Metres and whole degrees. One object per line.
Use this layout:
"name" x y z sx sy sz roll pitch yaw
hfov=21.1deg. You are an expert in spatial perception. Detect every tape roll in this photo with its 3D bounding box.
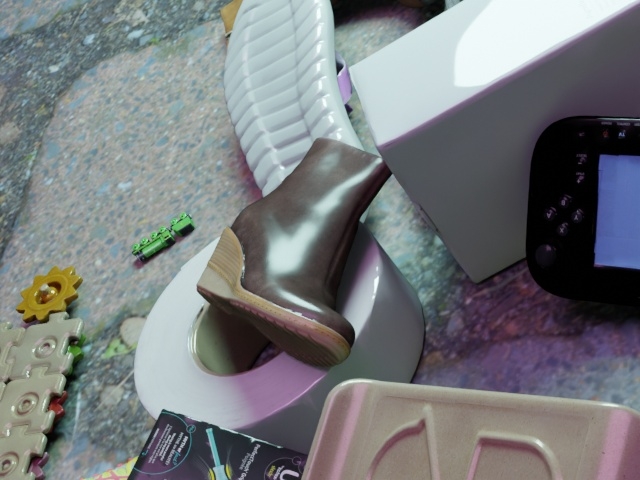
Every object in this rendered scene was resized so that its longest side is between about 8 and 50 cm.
"tape roll" -0.043 0.101 1.709 0.286 0.100 0.286 -22 40 21

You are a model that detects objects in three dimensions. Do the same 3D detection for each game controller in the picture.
"game controller" 0.325 -0.021 1.489 0.319 0.166 0.067 5 13 34

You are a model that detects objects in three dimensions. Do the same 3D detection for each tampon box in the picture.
"tampon box" -0.087 0.246 1.551 0.161 0.101 0.120 16 60 18

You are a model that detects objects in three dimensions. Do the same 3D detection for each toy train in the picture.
"toy train" -0.183 -0.003 1.999 0.083 0.017 0.023 -34 48 7

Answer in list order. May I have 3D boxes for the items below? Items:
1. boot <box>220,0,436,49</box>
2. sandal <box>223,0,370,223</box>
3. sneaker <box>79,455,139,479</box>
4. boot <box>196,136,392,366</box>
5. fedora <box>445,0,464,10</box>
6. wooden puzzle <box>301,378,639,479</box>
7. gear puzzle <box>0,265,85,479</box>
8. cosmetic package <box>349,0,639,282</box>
"boot" -0.001 -0.293 2.085 0.280 0.096 0.264 -32 38 10
"sandal" -0.016 -0.145 1.952 0.169 0.102 0.416 -35 48 30
"sneaker" -0.193 0.255 1.697 0.208 0.081 0.094 1 51 26
"boot" 0.000 0.000 1.619 0.207 0.090 0.248 -50 35 -10
"fedora" 0.267 -0.274 1.819 0.275 0.124 0.243 -18 39 37
"wooden puzzle" 0.103 0.278 1.352 0.348 0.080 0.322 2 71 50
"gear puzzle" -0.345 0.165 1.940 0.175 0.044 0.339 -10 45 25
"cosmetic package" 0.248 -0.151 1.639 0.385 0.217 0.156 -27 39 11
